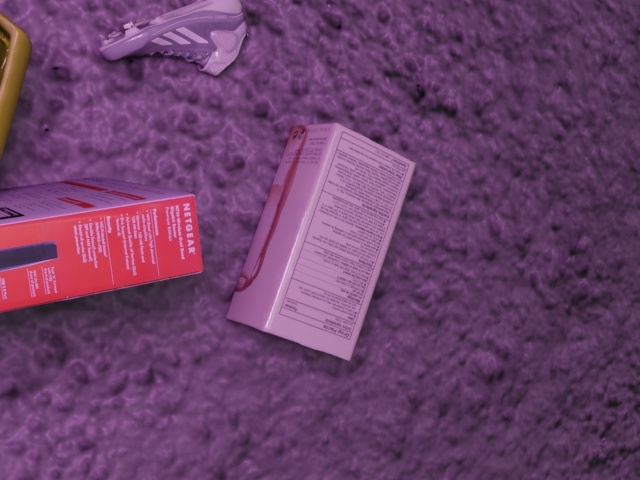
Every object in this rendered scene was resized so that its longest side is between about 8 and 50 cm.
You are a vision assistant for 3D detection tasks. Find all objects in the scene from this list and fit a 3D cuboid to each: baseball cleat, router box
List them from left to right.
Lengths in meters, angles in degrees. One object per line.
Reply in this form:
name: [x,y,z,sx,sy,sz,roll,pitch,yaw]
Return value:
router box: [-0.329,-0.001,0.963,0.301,0.335,0.082,-11,102,-29]
baseball cleat: [-0.181,-0.254,1.184,0.206,0.072,0.109,-29,114,-21]

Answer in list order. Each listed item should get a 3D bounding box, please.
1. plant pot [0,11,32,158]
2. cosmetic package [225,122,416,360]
plant pot: [-0.430,-0.164,0.900,0.207,0.227,0.228,-2,121,-51]
cosmetic package: [0.000,0.000,1.273,0.153,0.129,0.296,25,81,-30]
